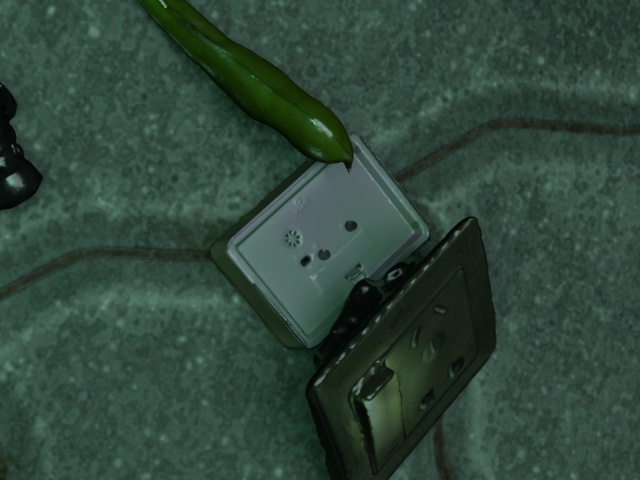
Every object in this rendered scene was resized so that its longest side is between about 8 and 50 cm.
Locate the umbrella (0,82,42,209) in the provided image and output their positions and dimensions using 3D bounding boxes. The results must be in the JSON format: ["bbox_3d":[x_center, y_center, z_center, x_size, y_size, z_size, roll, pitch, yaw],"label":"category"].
[{"bbox_3d":[-0.382,-0.182,1.418,0.113,0.106,0.358,-37,107,-12],"label":"umbrella"}]

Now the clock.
[{"bbox_3d":[0.000,0.000,1.566,0.192,0.071,0.147,-43,102,-21],"label":"clock"}]

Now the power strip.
[{"bbox_3d":[0.072,0.120,1.538,0.092,0.257,0.251,25,62,26],"label":"power strip"}]

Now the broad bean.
[{"bbox_3d":[-0.085,-0.178,1.519,0.318,0.098,0.056,44,75,-4],"label":"broad bean"}]
